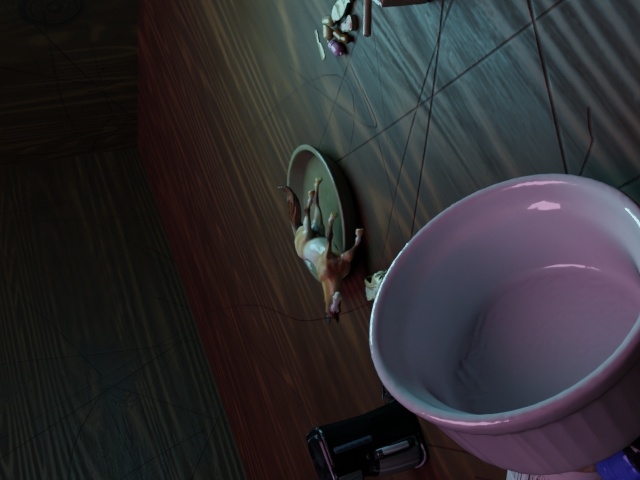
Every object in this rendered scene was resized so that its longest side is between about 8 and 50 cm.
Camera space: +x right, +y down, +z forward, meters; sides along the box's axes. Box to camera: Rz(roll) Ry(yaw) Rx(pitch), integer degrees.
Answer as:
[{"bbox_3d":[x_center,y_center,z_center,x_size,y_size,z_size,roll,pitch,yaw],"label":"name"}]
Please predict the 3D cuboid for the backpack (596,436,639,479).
[{"bbox_3d":[0.314,0.218,0.670,0.120,0.098,0.101,46,145,20],"label":"backpack"}]

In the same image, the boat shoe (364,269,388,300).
[{"bbox_3d":[0.104,0.073,1.221,0.135,0.050,0.045,-25,83,68],"label":"boat shoe"}]

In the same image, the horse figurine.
[{"bbox_3d":[0.000,0.000,1.317,0.263,0.066,0.174,51,140,45],"label":"horse figurine"}]

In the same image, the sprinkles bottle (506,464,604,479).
[{"bbox_3d":[0.270,0.289,0.828,0.121,0.121,0.355,-136,39,-55],"label":"sprinkles bottle"}]

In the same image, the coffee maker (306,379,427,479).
[{"bbox_3d":[0.069,0.342,1.277,0.120,0.178,0.171,100,149,-43],"label":"coffee maker"}]

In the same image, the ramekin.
[{"bbox_3d":[0.197,0.082,0.698,0.135,0.277,0.277,49,176,-34],"label":"ramekin"}]

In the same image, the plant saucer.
[{"bbox_3d":[0.003,-0.051,1.423,0.278,0.041,0.278,167,90,-69],"label":"plant saucer"}]

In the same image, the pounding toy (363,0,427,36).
[{"bbox_3d":[0.084,-0.364,0.968,0.130,0.100,0.141,-123,30,-43],"label":"pounding toy"}]

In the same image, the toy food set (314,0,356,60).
[{"bbox_3d":[0.032,-0.350,1.221,0.122,0.019,0.078,-22,81,61],"label":"toy food set"}]
